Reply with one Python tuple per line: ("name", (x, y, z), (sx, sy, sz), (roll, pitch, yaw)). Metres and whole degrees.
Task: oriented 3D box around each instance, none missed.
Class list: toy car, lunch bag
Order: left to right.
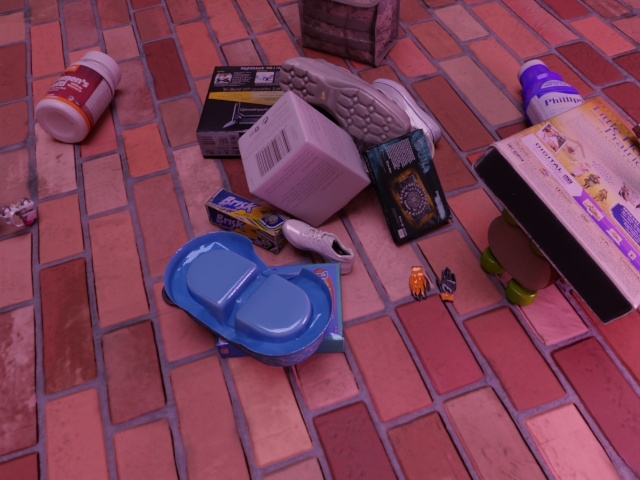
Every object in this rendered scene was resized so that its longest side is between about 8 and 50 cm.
("lunch bag", (0.073, -0.612, 1.436), (0.235, 0.287, 0.169), (22, 55, 20))
("toy car", (0.402, 0.003, 1.005), (0.188, 0.155, 0.149), (-15, 51, -20))

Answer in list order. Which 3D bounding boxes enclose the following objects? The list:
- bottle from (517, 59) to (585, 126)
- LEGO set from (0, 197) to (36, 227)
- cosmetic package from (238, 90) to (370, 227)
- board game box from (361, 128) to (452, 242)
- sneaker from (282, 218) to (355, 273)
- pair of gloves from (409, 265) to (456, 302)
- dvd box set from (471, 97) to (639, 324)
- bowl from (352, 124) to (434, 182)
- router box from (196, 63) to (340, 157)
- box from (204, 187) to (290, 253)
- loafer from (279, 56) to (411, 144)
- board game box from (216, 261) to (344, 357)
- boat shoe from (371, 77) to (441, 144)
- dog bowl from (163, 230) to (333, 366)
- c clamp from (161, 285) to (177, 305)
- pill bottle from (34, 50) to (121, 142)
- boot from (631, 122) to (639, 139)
("bottle", (0.511, -0.290, 1.265), (0.118, 0.092, 0.283), (-4, 50, -5))
("LEGO set", (-0.733, -0.059, 1.186), (0.287, 0.107, 0.132), (16, 19, 22))
("cosmetic package", (-0.032, -0.150, 1.102), (0.151, 0.184, 0.151), (-38, 48, 24))
("board game box", (0.167, -0.104, 1.098), (0.126, 0.186, 0.026), (-23, 10, -14))
("sneaker", (0.000, 0.000, 1.061), (0.152, 0.061, 0.053), (32, 59, 5))
("pair of gloves", (0.202, 0.077, 1.040), (0.083, 0.010, 0.074), (3, 51, 6))
("dvd box set", (0.467, -0.079, 0.966), (0.420, 0.062, 0.307), (-27, 75, -41))
("bowl", (0.146, -0.162, 1.195), (0.170, 0.080, 0.170), (-2, 51, 2))
("router box", (-0.108, -0.299, 1.324), (0.309, 0.081, 0.243), (1, 52, 5))
("box", (-0.141, -0.040, 1.129), (0.169, 0.059, 0.054), (23, 54, 21))
("loafer", (0.059, -0.298, 1.192), (0.319, 0.112, 0.111), (36, 43, 21))
("board game box", (-0.066, 0.118, 1.002), (0.210, 0.047, 0.160), (-3, 51, 3))
("boat shoe", (0.171, -0.285, 1.291), (0.076, 0.083, 0.226), (-29, 55, -20))
("dog bowl", (-0.116, 0.098, 0.944), (0.297, 0.074, 0.166), (25, 57, 24))
("c clamp", (-0.220, 0.074, 1.065), (0.137, 0.022, 0.160), (1, 50, 18))
("pill bottle", (-0.566, -0.345, 1.369), (0.121, 0.121, 0.221), (7, 52, 10))
("boot", (0.626, -0.166, 1.061), (0.106, 0.037, 0.114), (-16, 71, -39))
